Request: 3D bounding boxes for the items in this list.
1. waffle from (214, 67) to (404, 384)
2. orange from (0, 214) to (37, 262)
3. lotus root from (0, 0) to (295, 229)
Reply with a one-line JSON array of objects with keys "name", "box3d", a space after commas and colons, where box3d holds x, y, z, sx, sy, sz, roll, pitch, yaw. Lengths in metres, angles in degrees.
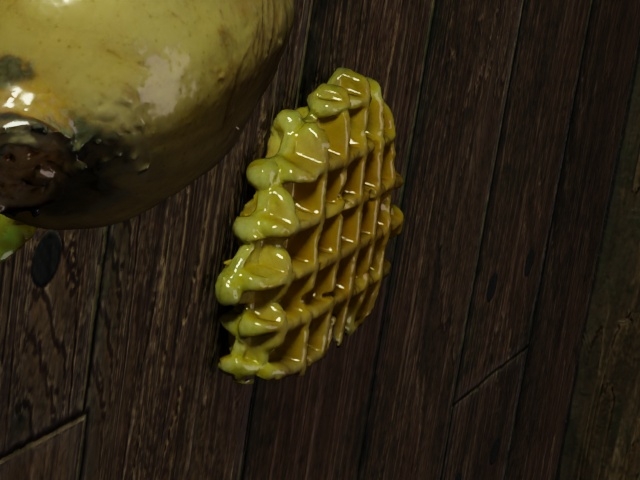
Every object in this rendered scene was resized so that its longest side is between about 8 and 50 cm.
[{"name": "waffle", "box3d": [0.001, 0.000, 1.608, 0.283, 0.065, 0.309, 73, 38, -55]}, {"name": "orange", "box3d": [-0.212, -0.125, 0.757, 0.334, 0.196, 0.262, 75, 20, -61]}, {"name": "lotus root", "box3d": [-0.084, -0.067, 0.751, 0.221, 0.118, 0.125, -50, 128, -55]}]
